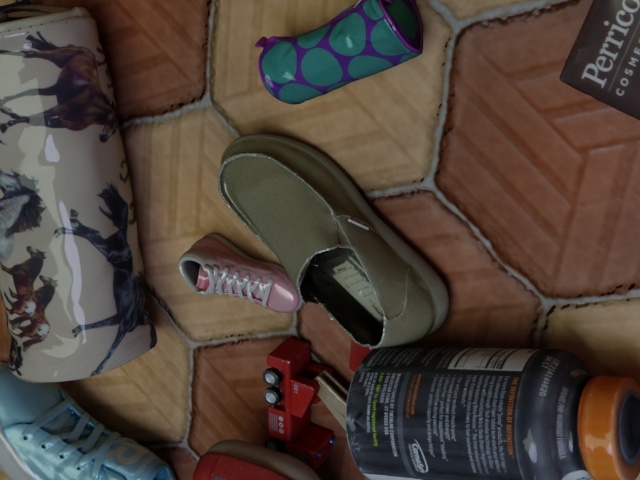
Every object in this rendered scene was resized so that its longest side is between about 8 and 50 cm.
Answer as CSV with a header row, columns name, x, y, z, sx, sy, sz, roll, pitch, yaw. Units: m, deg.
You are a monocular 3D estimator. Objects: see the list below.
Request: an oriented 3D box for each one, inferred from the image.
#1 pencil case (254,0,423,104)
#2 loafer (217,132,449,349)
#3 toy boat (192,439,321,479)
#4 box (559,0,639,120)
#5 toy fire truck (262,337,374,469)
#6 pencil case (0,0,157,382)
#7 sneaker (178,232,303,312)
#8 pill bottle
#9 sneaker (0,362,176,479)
name,x,y,z,sx,sy,sz,roll,pitch,yaw
pencil case,0.016,-0.169,0.926,0.152,0.064,0.070,-18,115,38
loafer,0.000,0.000,0.995,0.268,0.092,0.102,39,127,14
toy boat,-0.064,0.329,1.126,0.151,0.151,0.231,10,140,31
box,0.370,-0.114,0.666,0.381,0.143,0.191,31,125,21
toy fire truck,0.010,0.161,1.091,0.135,0.047,0.192,14,119,27
pencil case,-0.290,-0.041,1.129,0.184,0.160,0.410,2,112,24
sneaker,-0.086,0.044,1.089,0.134,0.070,0.051,29,122,19
pill bottle,0.155,0.159,0.937,0.246,0.130,0.130,-2,109,36
sneaker,-0.252,0.269,1.278,0.366,0.135,0.150,48,122,-4
